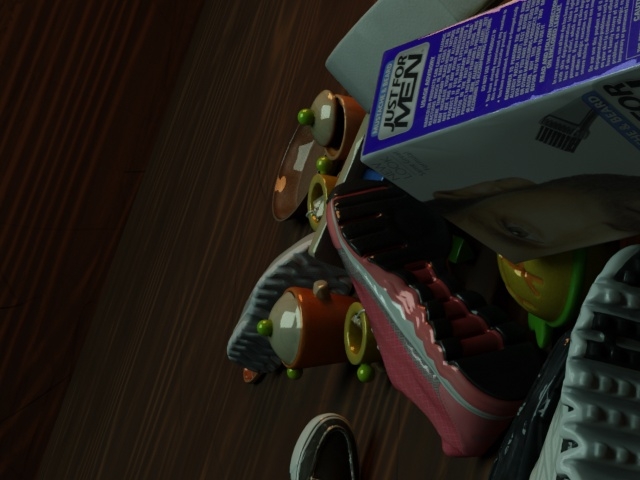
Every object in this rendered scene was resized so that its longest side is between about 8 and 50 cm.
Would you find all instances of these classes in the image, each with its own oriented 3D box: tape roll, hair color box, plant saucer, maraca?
[{"bbox_3d":[0.167,-0.273,1.388,0.392,0.072,0.392,-41,1,1],"label":"tape roll"},{"bbox_3d":[0.214,-0.093,0.998,0.339,0.185,0.110,-14,53,46],"label":"hair color box"},{"bbox_3d":[-0.084,0.160,2.002,0.083,0.013,0.083,-54,22,34],"label":"plant saucer"},{"bbox_3d":[0.197,0.017,1.224,0.185,0.099,0.127,99,171,-61],"label":"maraca"},{"bbox_3d":[-0.011,-0.114,2.077,0.198,0.036,0.198,-54,22,35],"label":"plant saucer"}]

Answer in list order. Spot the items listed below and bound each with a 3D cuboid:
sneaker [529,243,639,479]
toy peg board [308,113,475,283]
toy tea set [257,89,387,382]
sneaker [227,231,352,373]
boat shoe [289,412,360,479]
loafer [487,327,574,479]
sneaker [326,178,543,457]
[{"bbox_3d":[0.204,0.142,1.052,0.118,0.110,0.292,137,151,-71],"label":"sneaker"},{"bbox_3d":[0.098,-0.026,1.479,0.079,0.161,0.161,26,94,57],"label":"toy peg board"},{"bbox_3d":[0.000,0.000,1.631,0.200,0.124,0.336,149,120,-67],"label":"toy tea set"},{"bbox_3d":[-0.041,0.056,1.853,0.281,0.105,0.115,-47,23,45],"label":"sneaker"},{"bbox_3d":[0.011,0.284,1.492,0.070,0.078,0.219,146,135,-61],"label":"boat shoe"},{"bbox_3d":[0.172,0.170,1.141,0.078,0.076,0.223,28,99,65],"label":"loafer"},{"bbox_3d":[0.079,0.072,1.345,0.314,0.116,0.136,58,143,37],"label":"sneaker"}]
